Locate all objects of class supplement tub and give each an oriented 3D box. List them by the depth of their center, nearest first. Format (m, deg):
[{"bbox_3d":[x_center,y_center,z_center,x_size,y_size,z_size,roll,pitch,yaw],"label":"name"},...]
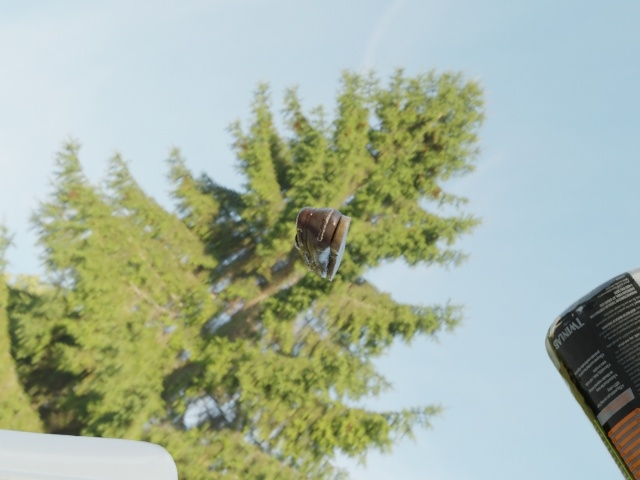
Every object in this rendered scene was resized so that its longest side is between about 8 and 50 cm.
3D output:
[{"bbox_3d":[0.414,0.200,0.986,0.316,0.194,0.193,64,-33,31],"label":"supplement tub"}]

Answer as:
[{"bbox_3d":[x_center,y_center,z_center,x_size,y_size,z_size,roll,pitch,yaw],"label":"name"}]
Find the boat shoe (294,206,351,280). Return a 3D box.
[{"bbox_3d":[0.000,0.000,1.218,0.073,0.073,0.207,17,-20,4],"label":"boat shoe"}]

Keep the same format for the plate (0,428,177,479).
[{"bbox_3d":[-0.172,0.229,0.449,0.045,0.278,0.277,-25,-121,35],"label":"plate"}]
